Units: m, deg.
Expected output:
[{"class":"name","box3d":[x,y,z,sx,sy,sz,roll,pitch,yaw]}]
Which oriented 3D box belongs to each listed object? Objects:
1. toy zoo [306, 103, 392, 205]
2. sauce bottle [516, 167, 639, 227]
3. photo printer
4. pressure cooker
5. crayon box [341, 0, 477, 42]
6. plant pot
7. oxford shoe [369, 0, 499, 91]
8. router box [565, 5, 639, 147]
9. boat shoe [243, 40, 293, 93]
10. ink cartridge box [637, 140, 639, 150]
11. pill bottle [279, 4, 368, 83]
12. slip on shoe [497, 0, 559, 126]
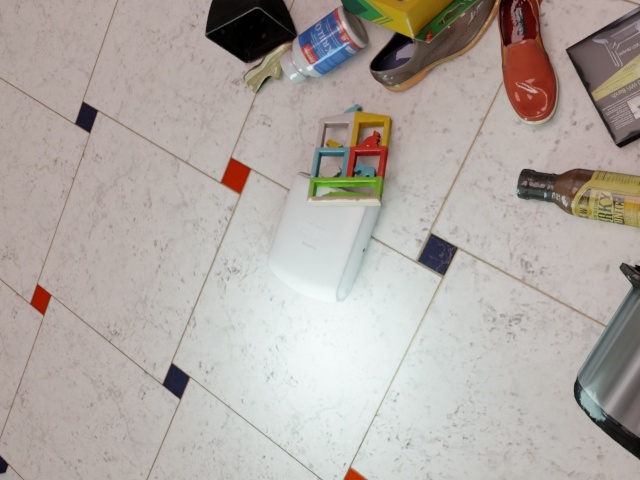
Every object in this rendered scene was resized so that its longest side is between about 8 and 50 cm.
[{"class":"toy zoo","box3d":[0.078,-0.225,1.845,0.192,0.030,0.293,2,67,19]},{"class":"sauce bottle","box3d":[0.604,-0.097,1.561,0.344,0.111,0.111,12,96,31]},{"class":"photo printer","box3d":[0.000,0.000,1.909,0.256,0.107,0.307,25,102,28]},{"class":"pressure cooker","box3d":[0.724,0.209,1.343,0.375,0.370,0.420,43,111,49]},{"class":"crayon box","box3d":[0.211,-0.598,1.709,0.202,0.081,0.318,-43,48,-11]},{"class":"plant pot","box3d":[-0.198,-0.633,1.994,0.188,0.188,0.166,-18,69,29]},{"class":"oxford shoe","box3d":[0.275,-0.499,1.735,0.364,0.133,0.130,-40,70,20]},{"class":"router box","box3d":[0.716,-0.375,1.511,0.309,0.081,0.242,-28,77,27]},{"class":"boat shoe","box3d":[-0.132,-0.482,2.020,0.190,0.068,0.072,-33,86,36]},{"class":"ink cartridge box","box3d":[0.789,-0.225,1.389,0.198,0.115,0.272,33,118,2]},{"class":"pill bottle","box3d":[0.005,-0.509,1.900,0.222,0.124,0.124,-30,75,27]},{"class":"slip on shoe","box3d":[0.466,-0.424,1.647,0.123,0.101,0.331,-10,86,28]}]
